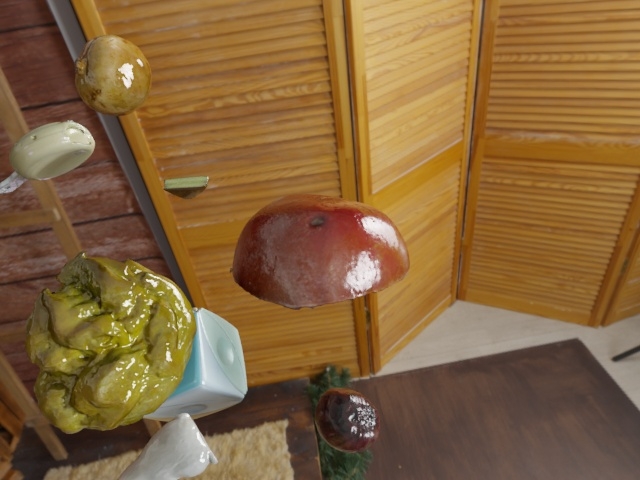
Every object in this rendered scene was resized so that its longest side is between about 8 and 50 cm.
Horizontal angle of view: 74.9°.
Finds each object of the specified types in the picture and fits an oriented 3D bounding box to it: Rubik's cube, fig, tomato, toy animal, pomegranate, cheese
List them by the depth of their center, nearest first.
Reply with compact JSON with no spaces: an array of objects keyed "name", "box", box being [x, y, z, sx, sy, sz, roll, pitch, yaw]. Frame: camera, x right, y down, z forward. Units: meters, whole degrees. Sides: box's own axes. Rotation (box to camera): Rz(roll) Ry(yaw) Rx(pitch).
[{"name":"tomato","box":[-0.005,-0.010,0.761,0.338,0.144,0.338,-2,16,1]},{"name":"cheese","box":[-0.557,-0.154,0.826,0.227,0.064,0.137,-28,2,15]},{"name":"toy animal","box":[-0.354,0.513,0.887,0.282,0.138,0.140,-46,19,-19]},{"name":"pomegranate","box":[-0.663,-0.523,1.335,0.248,0.248,0.248,-6,35,4]},{"name":"fig","box":[0.086,0.638,1.503,0.224,0.224,0.263,-31,24,-29]},{"name":"Rubik's cube","box":[-0.537,0.513,1.704,0.352,0.347,0.351,-21,56,12]}]

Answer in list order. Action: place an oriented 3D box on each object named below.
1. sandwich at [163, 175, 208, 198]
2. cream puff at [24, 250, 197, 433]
[{"name":"sandwich","box":[-0.257,-0.101,0.810,0.083,0.044,0.031,-5,61,-8]},{"name":"cream puff","box":[-0.426,0.183,0.810,0.291,0.257,0.324,14,55,41]}]
